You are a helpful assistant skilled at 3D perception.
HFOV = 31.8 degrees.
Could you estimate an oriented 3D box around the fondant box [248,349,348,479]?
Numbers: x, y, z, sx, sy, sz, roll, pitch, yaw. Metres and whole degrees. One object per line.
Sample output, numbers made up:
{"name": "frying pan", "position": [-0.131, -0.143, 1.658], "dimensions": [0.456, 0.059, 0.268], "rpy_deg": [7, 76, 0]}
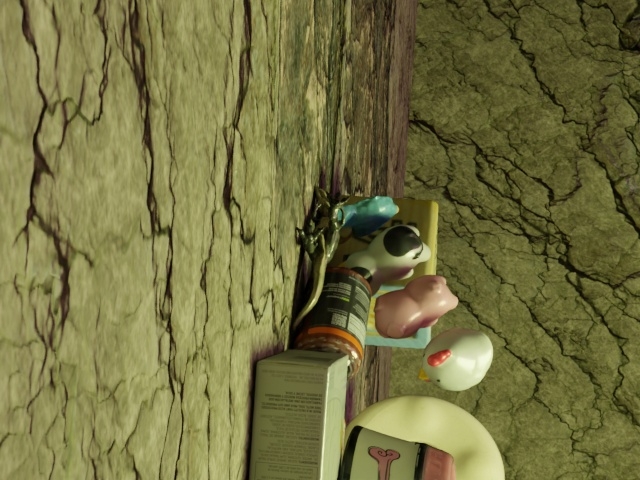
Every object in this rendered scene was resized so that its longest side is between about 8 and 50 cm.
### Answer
{"name": "fondant box", "position": [-0.029, 0.314, 1.456], "dimensions": [0.238, 0.096, 0.330], "rpy_deg": [13, 82, -83]}

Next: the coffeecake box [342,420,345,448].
{"name": "coffeecake box", "position": [-0.007, 0.317, 1.721], "dimensions": [0.185, 0.068, 0.142], "rpy_deg": [78, 17, -63]}

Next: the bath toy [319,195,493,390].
{"name": "bath toy", "position": [0.129, 0.091, 1.777], "dimensions": [0.129, 0.151, 0.348], "rpy_deg": [3, 48, -56]}

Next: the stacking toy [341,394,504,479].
{"name": "stacking toy", "position": [0.191, 0.592, 2.446], "dimensions": [0.479, 0.351, 0.350], "rpy_deg": [95, 4, -50]}

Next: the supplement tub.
{"name": "supplement tub", "position": [0.015, 0.140, 1.671], "dimensions": [0.197, 0.106, 0.106], "rpy_deg": [-77, 168, -45]}

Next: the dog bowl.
{"name": "dog bowl", "position": [0.116, 0.474, 1.614], "dimensions": [0.408, 0.150, 0.407], "rpy_deg": [0, 90, -80]}

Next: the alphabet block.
{"name": "alphabet block", "position": [0.107, 0.056, 1.987], "dimensions": [0.192, 0.194, 0.197], "rpy_deg": [87, 10, -51]}

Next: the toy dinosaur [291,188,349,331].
{"name": "toy dinosaur", "position": [0.000, 0.000, 1.675], "dimensions": [0.118, 0.064, 0.268], "rpy_deg": [95, 7, -47]}
